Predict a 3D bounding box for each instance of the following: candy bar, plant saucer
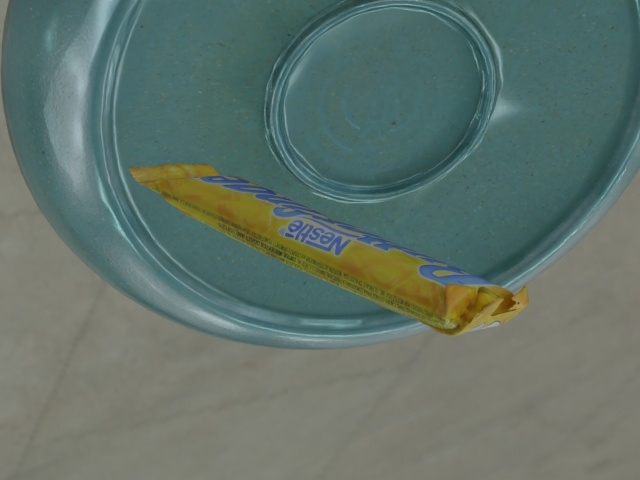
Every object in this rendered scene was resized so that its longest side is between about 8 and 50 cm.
[{"bbox_3d":[0.000,0.000,0.545,0.040,0.161,0.018,-1,108,-45],"label":"candy bar"},{"bbox_3d":[0.023,-0.069,0.717,0.317,0.044,0.317,-8,126,-12],"label":"plant saucer"}]
